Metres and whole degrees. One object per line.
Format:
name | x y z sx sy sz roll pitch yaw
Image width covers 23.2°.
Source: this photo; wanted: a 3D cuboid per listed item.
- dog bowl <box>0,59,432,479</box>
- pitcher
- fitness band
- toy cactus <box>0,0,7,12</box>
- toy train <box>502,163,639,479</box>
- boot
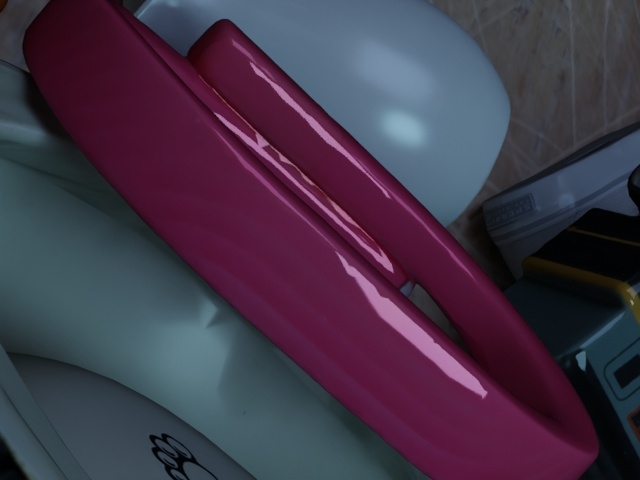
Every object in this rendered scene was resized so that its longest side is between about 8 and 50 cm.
dog bowl | -0.040 0.127 0.522 0.408 0.150 0.408 44 10 -10
pitcher | -0.021 -0.063 0.785 0.207 0.125 0.177 27 74 -15
fitness band | 0.000 0.000 0.641 0.291 0.054 0.209 42 13 -18
toy cactus | -0.196 -0.185 0.661 0.219 0.112 0.180 67 13 -50
toy train | 0.221 0.113 0.841 0.190 0.142 0.334 -35 111 -14
boot | 0.211 -0.011 0.970 0.258 0.095 0.123 -26 93 -36
